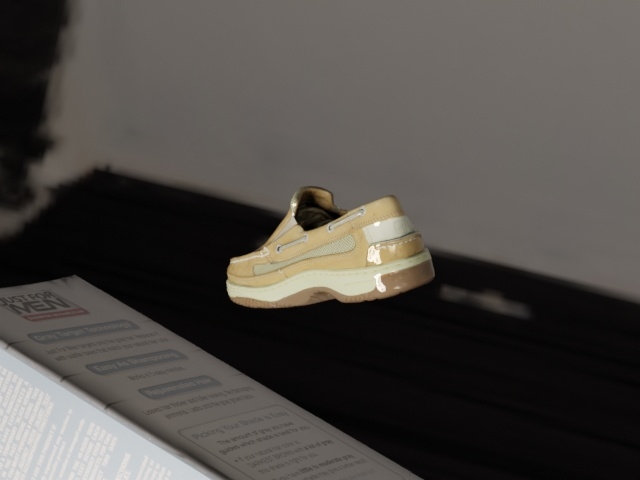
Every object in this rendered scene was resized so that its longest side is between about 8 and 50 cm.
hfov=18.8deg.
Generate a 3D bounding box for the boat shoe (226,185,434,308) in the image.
[{"bbox_3d":[0.000,0.000,1.219,0.068,0.190,0.072,-21,-82,-38],"label":"boat shoe"}]

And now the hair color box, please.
[{"bbox_3d":[-0.096,0.160,1.313,0.185,0.374,0.113,-6,-58,-63],"label":"hair color box"}]
